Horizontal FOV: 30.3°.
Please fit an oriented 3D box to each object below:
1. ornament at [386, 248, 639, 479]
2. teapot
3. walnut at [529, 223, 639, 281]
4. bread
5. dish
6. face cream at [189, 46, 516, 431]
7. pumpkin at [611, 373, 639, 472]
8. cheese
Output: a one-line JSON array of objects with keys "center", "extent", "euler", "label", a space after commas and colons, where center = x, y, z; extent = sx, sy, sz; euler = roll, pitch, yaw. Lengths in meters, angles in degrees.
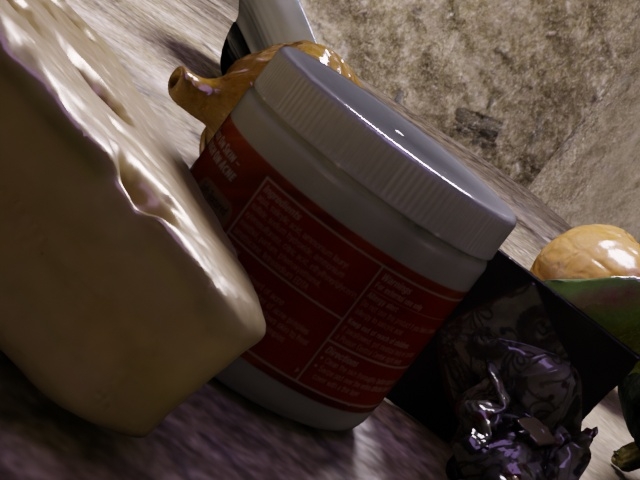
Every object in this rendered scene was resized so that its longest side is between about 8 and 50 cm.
[{"center": [0.134, 0.136, 0.826], "extent": [0.166, 0.153, 0.196], "euler": [35, 22, -7], "label": "ornament"}, {"center": [-0.032, -0.058, 1.056], "extent": [0.311, 0.167, 0.203], "euler": [50, 27, -46], "label": "teapot"}, {"center": [0.379, 0.082, 1.583], "extent": [0.195, 0.195, 0.222], "euler": [31, 10, -25], "label": "walnut"}, {"center": [0.225, 0.087, 1.029], "extent": [0.301, 0.301, 0.045], "euler": [21, 61, -52], "label": "bread"}, {"center": [-0.080, -0.262, 1.734], "extent": [0.273, 0.133, 0.273], "euler": [157, -90, -87], "label": "dish"}, {"center": [0.000, 0.000, 0.802], "extent": [0.201, 0.187, 0.201], "euler": [35, 12, -9], "label": "face cream"}, {"center": [0.396, 0.190, 1.197], "extent": [0.250, 0.216, 0.250], "euler": [51, 22, -30], "label": "pumpkin"}, {"center": [-0.196, -0.102, 0.624], "extent": [0.384, 0.104, 0.384], "euler": [52, 2, -2], "label": "cheese"}]
